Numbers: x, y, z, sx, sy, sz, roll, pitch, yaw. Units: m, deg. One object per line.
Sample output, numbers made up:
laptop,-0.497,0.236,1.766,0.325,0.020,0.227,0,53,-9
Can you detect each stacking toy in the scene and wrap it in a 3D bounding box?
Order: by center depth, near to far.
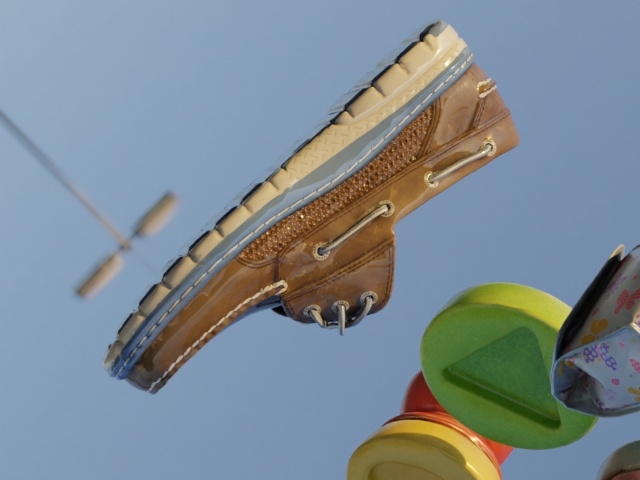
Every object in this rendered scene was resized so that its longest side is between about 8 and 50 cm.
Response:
stacking toy,0.195,0.132,1.324,0.309,0.279,0.130,22,-136,11

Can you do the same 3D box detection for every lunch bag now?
lunch bag,0.137,0.036,0.796,0.071,0.053,0.083,-51,-171,-29

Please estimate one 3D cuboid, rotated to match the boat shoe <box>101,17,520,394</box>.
boat shoe,0.000,0.000,0.685,0.183,0.066,0.066,-43,-174,-3
